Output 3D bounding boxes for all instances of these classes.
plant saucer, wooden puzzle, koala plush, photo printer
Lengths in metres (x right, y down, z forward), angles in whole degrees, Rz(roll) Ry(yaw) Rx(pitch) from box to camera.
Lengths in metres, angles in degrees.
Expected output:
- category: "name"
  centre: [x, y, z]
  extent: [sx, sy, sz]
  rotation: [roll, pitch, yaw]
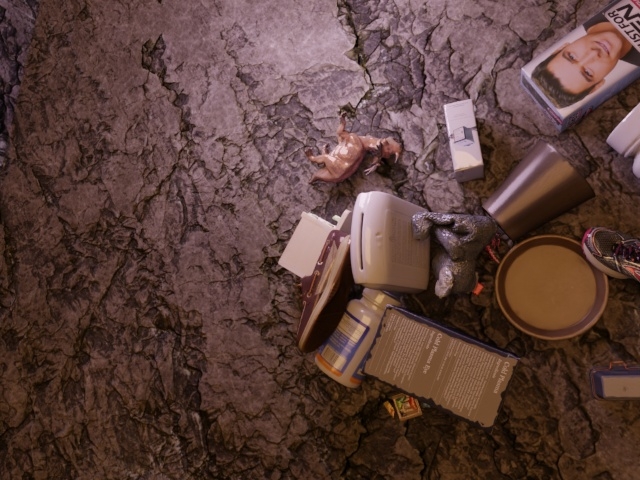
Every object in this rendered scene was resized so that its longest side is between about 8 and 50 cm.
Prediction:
- category: "plant saucer"
  centre: [0.605, 0.123, 1.408]
  extent: [0.277, 0.041, 0.278]
  rotation: [-3, 80, 19]
- category: "wooden puzzle"
  centre: [0.242, 0.464, 1.497]
  extent: [0.116, 0.014, 0.079]
  rotation: [-30, 74, 12]
- category: "koala plush"
  centre: [0.360, 0.041, 1.409]
  extent: [0.203, 0.196, 0.221]
  rotation: [7, 94, 42]
- category: "photo printer"
  centre: [0.186, 0.010, 1.426]
  extent: [0.107, 0.307, 0.256]
  rotation: [-3, 81, 36]

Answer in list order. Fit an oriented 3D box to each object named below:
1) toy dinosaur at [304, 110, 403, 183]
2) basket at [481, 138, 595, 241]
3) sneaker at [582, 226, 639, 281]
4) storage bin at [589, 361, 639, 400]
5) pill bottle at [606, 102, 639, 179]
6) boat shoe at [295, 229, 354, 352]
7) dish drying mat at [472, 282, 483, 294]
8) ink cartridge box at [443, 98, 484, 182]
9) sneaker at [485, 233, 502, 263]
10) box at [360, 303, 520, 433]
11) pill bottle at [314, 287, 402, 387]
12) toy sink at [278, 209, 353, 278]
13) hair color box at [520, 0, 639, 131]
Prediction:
- category: "toy dinosaur"
  centre: [0.084, -0.242, 1.605]
  extent: [0.295, 0.127, 0.200]
  rotation: [-42, 78, 15]
- category: "basket"
  centre: [0.558, -0.116, 1.406]
  extent: [0.227, 0.154, 0.204]
  rotation: [-42, 73, 13]
- category: "sneaker"
  centre: [0.792, 0.049, 1.298]
  extent: [0.299, 0.112, 0.121]
  rotation: [30, 78, 15]
- category: "storage bin"
  centre: [0.739, 0.347, 1.301]
  extent: [0.135, 0.091, 0.098]
  rotation: [-6, 80, 17]
- category: "pill bottle"
  centre: [0.901, -0.179, 1.252]
  extent: [0.224, 0.224, 0.392]
  rotation: [-45, 72, 8]
- category: "boat shoe"
  centre: [0.003, 0.132, 1.447]
  extent: [0.123, 0.123, 0.342]
  rotation: [24, 94, 35]
- category: "dish drying mat"
  centre: [0.414, 0.117, 1.492]
  extent: [0.083, 0.008, 0.032]
  rotation: [37, 94, 20]
- category: "ink cartridge box"
  centre: [0.400, -0.273, 1.484]
  extent: [0.082, 0.139, 0.191]
  rotation: [-11, 79, 15]
- category: "sneaker"
  centre: [0.478, 0.006, 1.471]
  extent: [0.057, 0.047, 0.119]
  rotation: [-25, 76, 2]
- category: "box"
  centre: [0.307, 0.304, 1.322]
  extent: [0.312, 0.343, 0.179]
  rotation: [20, 87, 21]
- category: "pill bottle"
  centre: [0.113, 0.262, 1.499]
  extent: [0.152, 0.152, 0.272]
  rotation: [33, 93, 20]
- category: "toy sink"
  centre: [0.000, 0.000, 1.577]
  extent: [0.131, 0.153, 0.234]
  rotation: [30, 93, 21]
- category: "hair color box"
  centre: [0.746, -0.484, 1.410]
  extent: [0.374, 0.113, 0.185]
  rotation: [-36, 73, 12]
